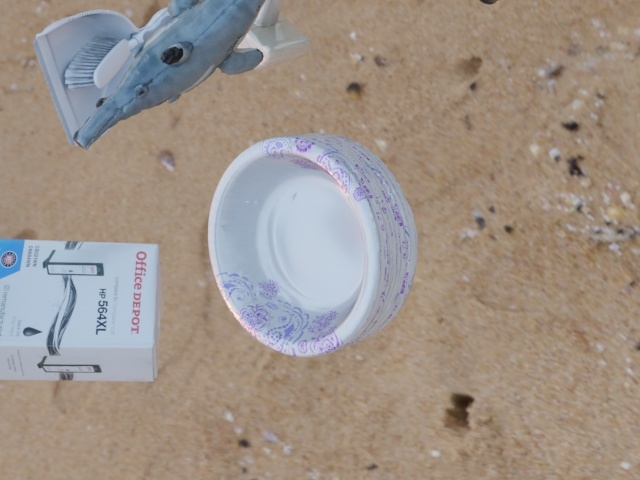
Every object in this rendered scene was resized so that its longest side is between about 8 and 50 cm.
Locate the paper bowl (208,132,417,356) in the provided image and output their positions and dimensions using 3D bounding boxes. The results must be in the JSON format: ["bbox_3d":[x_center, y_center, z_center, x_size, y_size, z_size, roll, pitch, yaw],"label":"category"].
[{"bbox_3d":[0.000,0.000,1.381,0.284,0.148,0.284,10,105,38],"label":"paper bowl"}]

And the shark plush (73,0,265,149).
[{"bbox_3d":[-0.102,-0.124,0.691,0.161,0.067,0.073,-31,98,-16],"label":"shark plush"}]

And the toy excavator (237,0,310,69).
[{"bbox_3d":[0.013,-0.420,1.402,0.445,0.222,0.433,28,130,48],"label":"toy excavator"}]

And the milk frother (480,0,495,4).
[{"bbox_3d":[0.264,-0.413,1.414,0.134,0.143,0.129,-13,30,43],"label":"milk frother"}]

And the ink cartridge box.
[{"bbox_3d":[-0.288,0.080,1.217,0.203,0.086,0.148,1,53,-7],"label":"ink cartridge box"}]

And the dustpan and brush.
[{"bbox_3d":[-0.234,-0.222,1.226,0.060,0.147,0.211,5,41,21],"label":"dustpan and brush"}]
